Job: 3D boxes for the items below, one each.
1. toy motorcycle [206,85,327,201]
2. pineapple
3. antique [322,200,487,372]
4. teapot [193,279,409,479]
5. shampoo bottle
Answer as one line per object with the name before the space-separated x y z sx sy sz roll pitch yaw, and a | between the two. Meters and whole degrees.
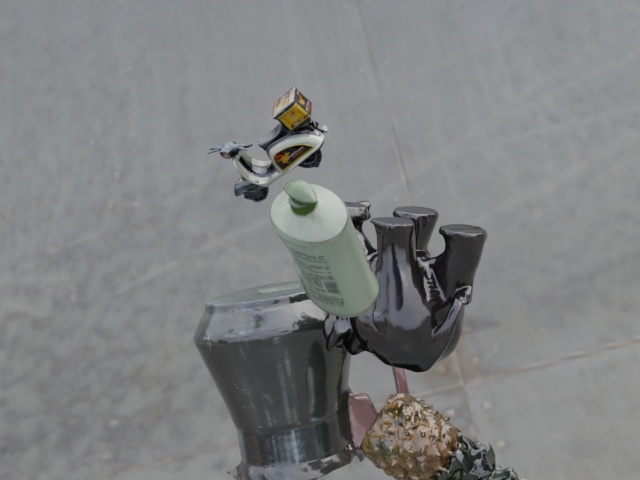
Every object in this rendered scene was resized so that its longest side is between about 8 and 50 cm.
toy motorcycle | -0.100 -0.180 2.231 0.263 0.157 0.091 -35 29 27
pineapple | 0.226 0.375 1.850 0.310 0.170 0.141 29 56 9
antique | 0.113 0.076 1.757 0.185 0.255 0.322 -6 17 -30
teapot | -0.029 0.262 2.044 0.376 0.362 0.305 -10 5 -2
shampoo bottle | 0.000 0.000 1.408 0.118 0.234 0.087 33 71 33
